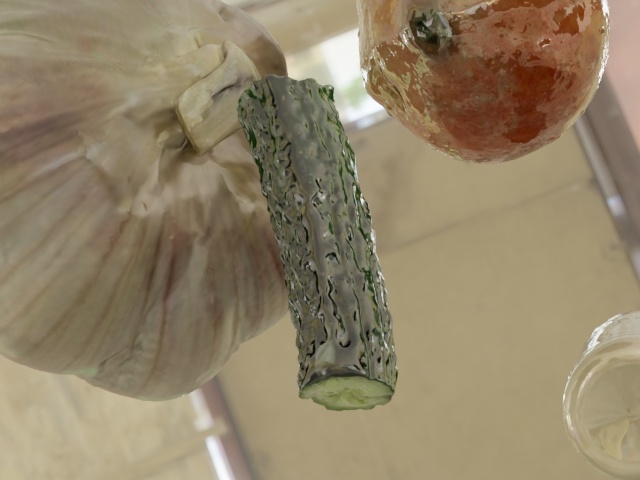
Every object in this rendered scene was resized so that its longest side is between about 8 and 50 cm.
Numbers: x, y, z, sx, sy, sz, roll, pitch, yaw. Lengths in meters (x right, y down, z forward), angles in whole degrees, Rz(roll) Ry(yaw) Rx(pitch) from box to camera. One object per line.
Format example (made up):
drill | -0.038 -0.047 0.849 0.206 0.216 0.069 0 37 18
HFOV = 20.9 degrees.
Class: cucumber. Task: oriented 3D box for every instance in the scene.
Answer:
cucumber | 0.000 0.000 0.902 0.058 0.187 0.058 -11 -29 -6

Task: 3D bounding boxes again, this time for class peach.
peach | 0.115 -0.166 1.337 0.233 0.232 0.232 -21 -8 -3

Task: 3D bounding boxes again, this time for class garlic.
garlic | -0.142 -0.046 1.185 0.322 0.322 0.241 -20 -6 -6

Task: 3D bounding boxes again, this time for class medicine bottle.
medicine bottle | 0.265 0.116 1.428 0.114 0.114 0.252 -24 1 15
